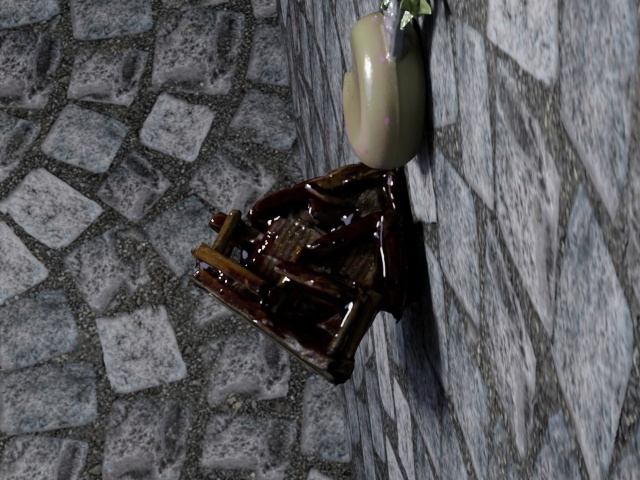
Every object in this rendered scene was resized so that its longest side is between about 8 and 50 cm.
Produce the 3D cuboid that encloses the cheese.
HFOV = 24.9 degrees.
[{"bbox_3d":[0.077,-0.198,1.619,0.286,0.082,0.163,96,166,-57],"label":"cheese"}]

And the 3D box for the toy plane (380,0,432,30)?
[{"bbox_3d":[0.095,-0.269,1.454,0.102,0.040,0.111,-17,64,50],"label":"toy plane"}]

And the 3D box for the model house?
[{"bbox_3d":[0.000,0.000,1.858,0.282,0.297,0.317,-53,-5,-6],"label":"model house"}]
